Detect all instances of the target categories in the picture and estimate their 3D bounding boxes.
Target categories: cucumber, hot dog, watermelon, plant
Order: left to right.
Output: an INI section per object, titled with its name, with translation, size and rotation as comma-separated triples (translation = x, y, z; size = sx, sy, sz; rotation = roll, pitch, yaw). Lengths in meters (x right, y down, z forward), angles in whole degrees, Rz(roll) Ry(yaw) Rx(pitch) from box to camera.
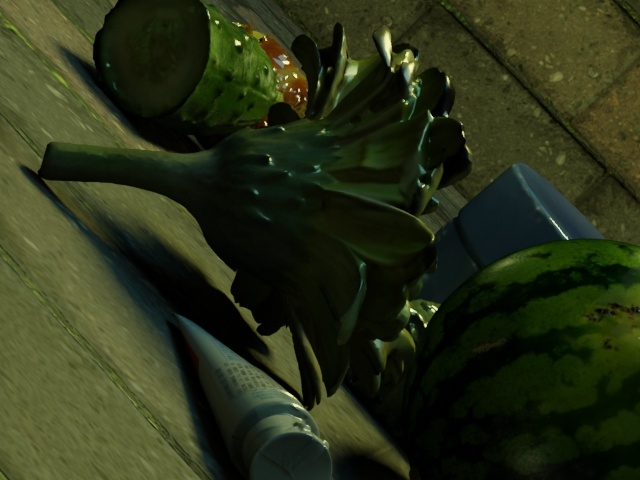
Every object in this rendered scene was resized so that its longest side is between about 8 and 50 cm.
[cucumber]
translation = -0.106, -0.162, 1.863
size = 0.134, 0.134, 0.244
rotation = 50, 15, 26
[hot dog]
translation = -0.070, -0.146, 2.012
size = 0.213, 0.146, 0.103
rotation = 44, -33, 16
[plant]
translation = -0.018, -0.053, 1.399
size = 0.297, 0.261, 0.306
rotation = 43, -2, -15
[watermelon]
translation = 0.200, 0.138, 1.445
size = 0.285, 0.285, 0.285
rotation = 44, 9, -9

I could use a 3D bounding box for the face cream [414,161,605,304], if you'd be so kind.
[face cream]
translation = 0.196, 0.084, 1.885
size = 0.249, 0.225, 0.249
rotation = 45, 11, -12

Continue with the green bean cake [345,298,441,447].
[green bean cake]
translation = 0.111, 0.133, 1.680
size = 0.173, 0.094, 0.181
rotation = 49, 10, 20

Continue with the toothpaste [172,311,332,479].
[toothpaste]
translation = -0.045, 0.107, 1.238
size = 0.089, 0.057, 0.234
rotation = 44, 2, -21
